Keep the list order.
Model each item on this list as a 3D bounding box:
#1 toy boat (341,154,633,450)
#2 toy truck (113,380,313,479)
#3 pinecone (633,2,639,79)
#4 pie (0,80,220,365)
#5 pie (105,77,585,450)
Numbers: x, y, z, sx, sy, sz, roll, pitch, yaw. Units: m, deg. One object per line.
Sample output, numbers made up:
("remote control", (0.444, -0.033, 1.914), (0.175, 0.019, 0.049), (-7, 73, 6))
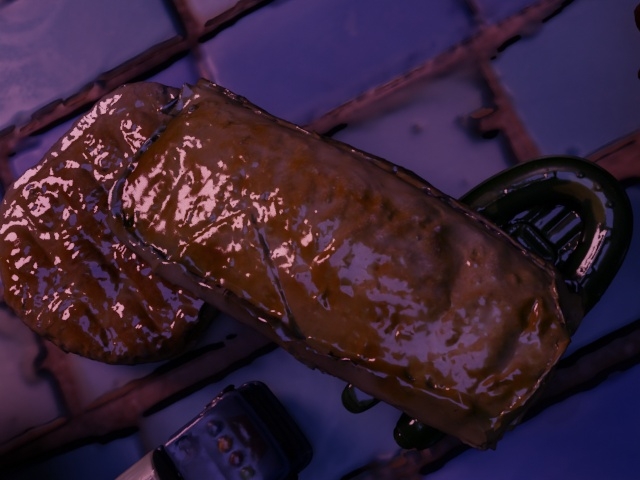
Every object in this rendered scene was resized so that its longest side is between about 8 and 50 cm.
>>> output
("toy boat", (0.095, 0.032, 0.399), (0.210, 0.052, 0.104), (-40, 75, 1))
("toy truck", (-0.104, 0.165, 0.389), (0.201, 0.088, 0.074), (-39, 76, 1))
("pinecone", (0.274, -0.104, 0.307), (0.246, 0.246, 0.292), (-10, 66, 7))
("pie", (-0.124, -0.009, 0.444), (0.195, 0.046, 0.195), (-2, 79, 10))
("pie", (0.000, 0.000, 0.367), (0.282, 0.068, 0.129), (28, 78, 19))
